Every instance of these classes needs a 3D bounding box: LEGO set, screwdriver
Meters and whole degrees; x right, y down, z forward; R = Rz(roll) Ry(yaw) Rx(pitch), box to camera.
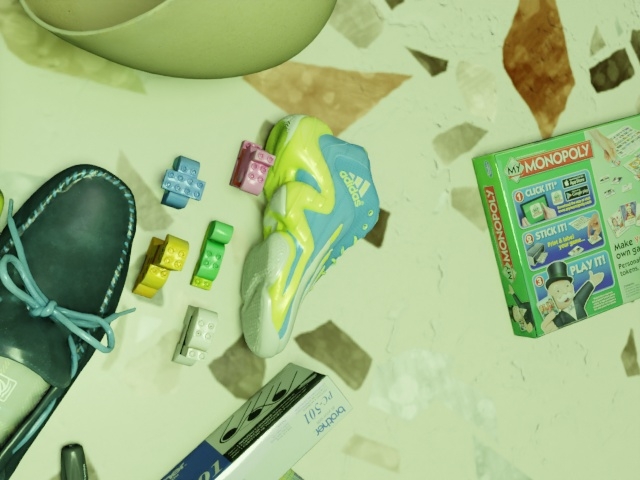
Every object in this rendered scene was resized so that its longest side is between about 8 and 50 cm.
[{"bbox_3d":[-0.113,0.000,0.693,0.087,0.093,0.227,19,81,-21],"label":"LEGO set"},{"bbox_3d":[-0.215,0.266,0.680,0.024,0.025,0.169,-6,90,-23],"label":"screwdriver"}]

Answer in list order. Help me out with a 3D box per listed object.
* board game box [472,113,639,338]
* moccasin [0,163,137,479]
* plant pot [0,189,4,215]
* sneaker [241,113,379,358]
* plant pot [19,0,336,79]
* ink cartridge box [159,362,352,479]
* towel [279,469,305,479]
[{"bbox_3d":[0.346,-0.033,0.911,0.317,0.046,0.213,-16,93,-22],"label":"board game box"},{"bbox_3d":[-0.239,0.096,0.625,0.138,0.117,0.341,25,79,-20],"label":"moccasin"},{"bbox_3d":[-0.344,-0.083,0.536,0.227,0.228,0.207,-12,100,-23],"label":"plant pot"},{"bbox_3d":[0.000,0.000,0.742,0.126,0.091,0.240,12,83,-22],"label":"sneaker"},{"bbox_3d":[-0.086,-0.249,0.644,0.191,0.284,0.284,33,73,-54],"label":"plant pot"},{"bbox_3d":[-0.074,0.201,0.700,0.207,0.097,0.046,-40,103,-18],"label":"ink cartridge box"},{"bbox_3d":[-0.042,0.257,0.759,0.083,0.009,0.060,40,74,-17],"label":"towel"}]
